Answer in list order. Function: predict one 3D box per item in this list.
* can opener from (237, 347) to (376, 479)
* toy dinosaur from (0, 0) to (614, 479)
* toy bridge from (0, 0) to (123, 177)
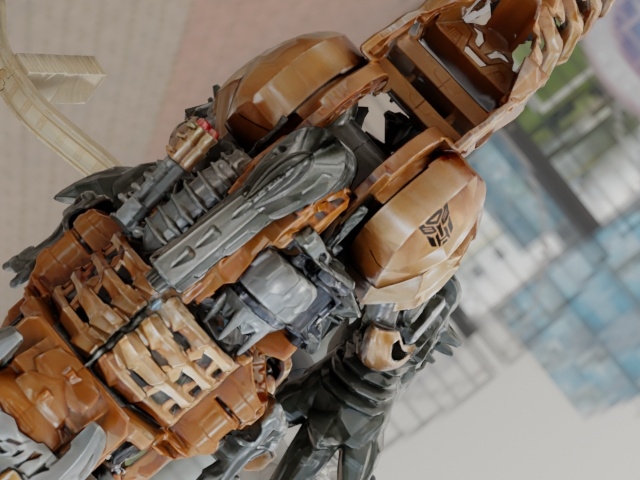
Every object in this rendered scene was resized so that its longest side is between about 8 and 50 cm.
[{"bbox_3d":[-0.041,0.092,1.040,0.074,0.280,0.093,11,122,-29],"label":"can opener"},{"bbox_3d":[0.000,0.000,0.673,0.322,0.164,0.218,-19,166,-15],"label":"toy dinosaur"},{"bbox_3d":[-0.145,-0.087,1.022,0.063,0.188,0.026,-6,144,-51],"label":"toy bridge"}]
